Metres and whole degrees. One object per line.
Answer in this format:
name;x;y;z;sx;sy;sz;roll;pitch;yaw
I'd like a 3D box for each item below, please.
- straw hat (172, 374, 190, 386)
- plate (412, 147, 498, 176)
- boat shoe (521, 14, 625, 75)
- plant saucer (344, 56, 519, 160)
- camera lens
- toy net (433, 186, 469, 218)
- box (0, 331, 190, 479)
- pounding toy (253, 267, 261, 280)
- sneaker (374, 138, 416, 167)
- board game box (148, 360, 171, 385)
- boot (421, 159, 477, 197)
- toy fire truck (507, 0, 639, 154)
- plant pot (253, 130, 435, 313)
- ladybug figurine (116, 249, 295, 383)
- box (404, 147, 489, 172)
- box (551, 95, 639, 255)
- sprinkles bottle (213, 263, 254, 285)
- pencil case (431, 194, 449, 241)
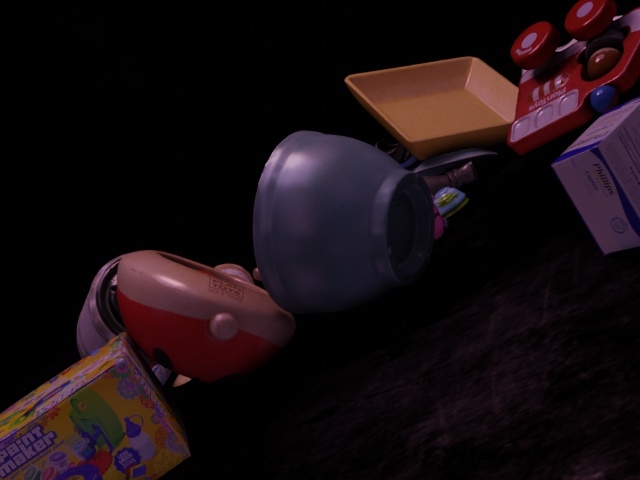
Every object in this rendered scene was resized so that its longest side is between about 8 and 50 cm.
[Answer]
straw hat;-0.246;0.218;1.970;0.144;0.061;0.144;-33;9;6
plate;0.266;-0.160;2.051;0.188;0.024;0.188;-13;-4;-1
boat shoe;0.573;-0.382;2.179;0.118;0.103;0.320;19;-29;-39
plant saucer;0.260;-0.273;2.134;0.332;0.081;0.333;-12;36;-19
camera lens;-0.384;0.167;2.092;0.219;0.219;0.274;-39;-7;-33
toy net;0.164;-0.022;1.852;0.232;0.045;0.122;-33;10;16
box;-0.370;0.306;1.530;0.290;0.177;0.279;-34;8;-6
pounding toy;-0.027;0.009;2.243;0.154;0.155;0.269;-9;-28;-40
sneaker;0.133;-0.178;2.218;0.188;0.078;0.067;-28;15;30
board game box;-0.370;0.313;1.911;0.194;0.060;0.194;-32;9;10
boot;0.214;-0.098;2.050;0.161;0.084;0.246;-23;4;-19
toy fire truck;0.494;-0.306;1.909;0.302;0.169;0.254;-25;38;40
plant pot;0.057;-0.022;1.567;0.196;0.293;0.293;5;29;30
ladybug figurine;-0.202;0.129;1.670;0.449;0.305;0.162;-166;97;-78
box;0.228;-0.167;2.326;0.322;0.079;0.257;-32;10;12
box;0.344;-0.075;1.132;0.137;0.126;0.072;-39;11;-36
sprinkles bottle;-0.189;0.126;2.073;0.121;0.121;0.355;-34;8;-2
pencil case;0.116;-0.006;1.768;0.209;0.095;0.098;-27;45;29
